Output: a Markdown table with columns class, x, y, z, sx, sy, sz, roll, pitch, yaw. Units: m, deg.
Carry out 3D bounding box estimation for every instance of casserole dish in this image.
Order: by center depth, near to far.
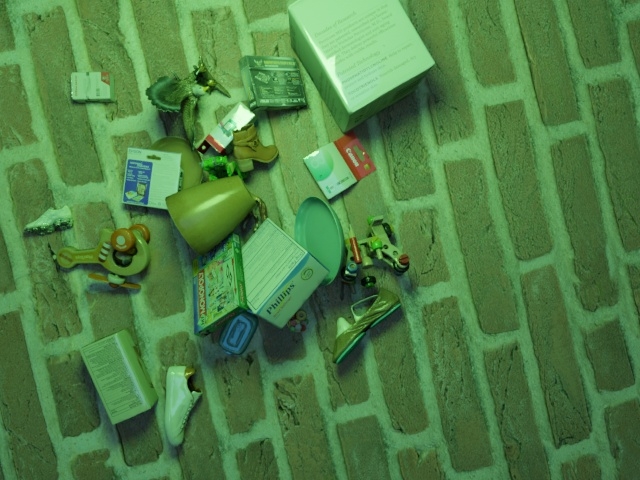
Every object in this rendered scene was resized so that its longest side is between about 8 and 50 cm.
| class | x | y | z | sx | sy | sz | roll | pitch | yaw |
| --- | --- | --- | --- | --- | --- | --- | --- | --- | --- |
| casserole dish | -0.308 | 0.343 | 1.869 | 0.114 | 0.037 | 0.188 | 27 | 89 | -3 |

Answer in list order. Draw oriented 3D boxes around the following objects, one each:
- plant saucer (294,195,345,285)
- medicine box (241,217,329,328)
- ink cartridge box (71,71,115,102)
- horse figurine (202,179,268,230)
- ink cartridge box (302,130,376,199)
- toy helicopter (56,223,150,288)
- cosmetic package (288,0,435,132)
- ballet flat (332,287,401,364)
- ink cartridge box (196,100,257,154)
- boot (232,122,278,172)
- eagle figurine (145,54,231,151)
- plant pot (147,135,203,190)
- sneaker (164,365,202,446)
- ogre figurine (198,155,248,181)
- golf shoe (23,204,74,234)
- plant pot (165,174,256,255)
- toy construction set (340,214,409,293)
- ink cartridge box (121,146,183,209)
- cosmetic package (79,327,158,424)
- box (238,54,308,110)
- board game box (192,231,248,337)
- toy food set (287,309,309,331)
| class | x | y | z | sx | sy | sz | roll | pitch | yaw |
| --- | --- | --- | --- | --- | --- | --- | --- | --- | --- |
| plant saucer | 0.000 | 0.000 | 1.762 | 0.043 | 0.317 | 0.318 | -9 | 91 | -30 |
| medicine box | -0.162 | 0.109 | 1.737 | 0.263 | 0.289 | 0.149 | -50 | 134 | -2 |
| ink cartridge box | -0.832 | -0.560 | 1.832 | 0.135 | 0.056 | 0.099 | -1 | 90 | -3 |
| horse figurine | -0.310 | -0.127 | 1.850 | 0.263 | 0.066 | 0.175 | 6 | 94 | 3 |
| ink cartridge box | 0.074 | -0.284 | 1.871 | 0.224 | 0.056 | 0.181 | -32 | 92 | 0 |
| toy helicopter | -0.789 | 0.071 | 1.823 | 0.355 | 0.140 | 0.235 | -4 | 100 | 9 |
| cosmetic package | 0.127 | -0.648 | 1.731 | 0.327 | 0.329 | 0.394 | -31 | 91 | -1 |
| ballet flat | 0.144 | 0.303 | 1.857 | 0.342 | 0.116 | 0.124 | -44 | 72 | -2 |
| ink cartridge box | -0.335 | -0.382 | 1.813 | 0.078 | 0.134 | 0.231 | 43 | 90 | -2 |
| boot | -0.229 | -0.347 | 1.784 | 0.073 | 0.197 | 0.152 | 17 | 130 | 33 |
| eagle figurine | -0.466 | -0.491 | 1.739 | 0.226 | 0.225 | 0.298 | 30 | 68 | -8 |
| plant pot | -0.541 | -0.263 | 1.846 | 0.236 | 0.032 | 0.236 | 0 | 93 | 6 |
| sneaker | -0.497 | 0.608 | 1.827 | 0.123 | 0.106 | 0.290 | 0 | 89 | 0 |
| ogre figurine | -0.350 | -0.258 | 1.799 | 0.118 | 0.197 | 0.097 | 2 | 102 | 19 |
| golf shoe | -0.998 | -0.076 | 1.836 | 0.176 | 0.069 | 0.086 | -14 | 71 | -5 |
| plant pot | -0.359 | -0.110 | 1.728 | 0.254 | 0.237 | 0.237 | -30 | 91 | -1 |
| toy construction set | 0.160 | 0.011 | 1.763 | 0.257 | 0.309 | 0.237 | -19 | 66 | 12 |
| ink cartridge box | -0.606 | -0.223 | 1.814 | 0.206 | 0.045 | 0.208 | 9 | 95 | 5 |
| cosmetic package | -0.724 | 0.485 | 1.808 | 0.153 | 0.129 | 0.296 | -22 | 91 | -3 |
| box | -0.167 | -0.563 | 1.795 | 0.231 | 0.056 | 0.183 | -15 | 91 | -40 |
| board game box | -0.353 | 0.148 | 1.726 | 0.213 | 0.046 | 0.317 | -33 | 47 | 22 |
| toy food set | -0.086 | 0.306 | 1.884 | 0.083 | 0.020 | 0.083 | -15 | 91 | -2 |
